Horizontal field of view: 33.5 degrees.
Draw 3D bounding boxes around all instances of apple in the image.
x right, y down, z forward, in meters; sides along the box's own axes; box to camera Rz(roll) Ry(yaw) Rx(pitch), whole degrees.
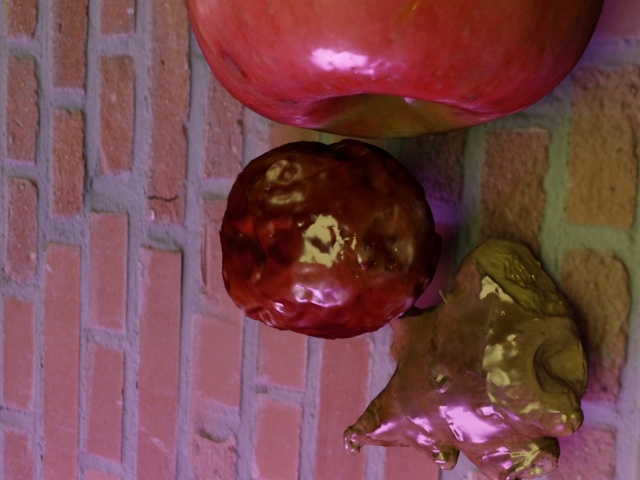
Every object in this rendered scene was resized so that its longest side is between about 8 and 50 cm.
[{"bbox_3d":[0.060,-0.257,0.880,0.364,0.364,0.363,4,97,34],"label":"apple"}]

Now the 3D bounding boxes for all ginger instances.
[{"bbox_3d":[0.135,0.140,1.010,0.270,0.123,0.218,-50,60,37],"label":"ginger"}]

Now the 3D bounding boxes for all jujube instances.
[{"bbox_3d":[0.000,0.000,1.017,0.290,0.197,0.197,176,87,-66],"label":"jujube"}]
